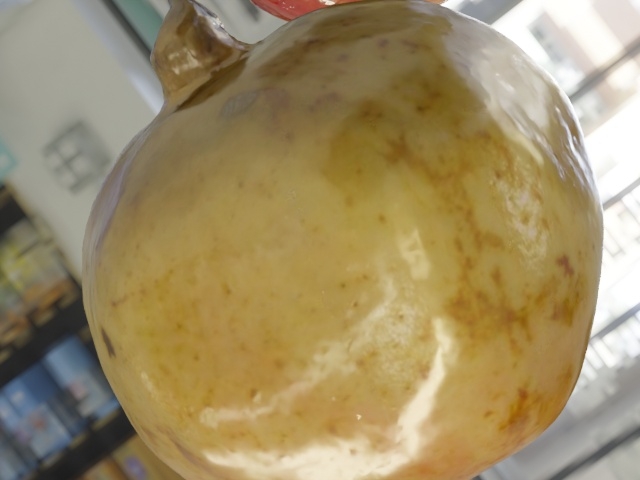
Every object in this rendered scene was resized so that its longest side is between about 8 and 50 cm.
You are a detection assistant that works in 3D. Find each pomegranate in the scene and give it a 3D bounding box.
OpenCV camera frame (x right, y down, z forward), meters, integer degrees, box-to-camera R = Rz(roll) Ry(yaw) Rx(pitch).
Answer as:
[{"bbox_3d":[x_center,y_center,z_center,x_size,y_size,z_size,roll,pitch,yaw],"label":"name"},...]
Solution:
[{"bbox_3d":[0.000,0.000,1.141,0.342,0.342,0.342,-37,179,-1],"label":"pomegranate"}]

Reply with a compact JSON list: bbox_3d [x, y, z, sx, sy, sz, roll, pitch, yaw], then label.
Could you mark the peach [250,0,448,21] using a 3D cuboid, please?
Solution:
[{"bbox_3d":[0.048,-0.428,2.282,0.388,0.388,0.388,-37,179,-1],"label":"peach"}]
